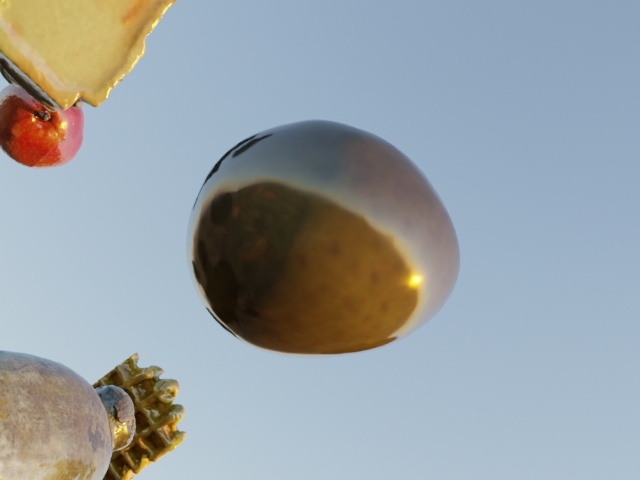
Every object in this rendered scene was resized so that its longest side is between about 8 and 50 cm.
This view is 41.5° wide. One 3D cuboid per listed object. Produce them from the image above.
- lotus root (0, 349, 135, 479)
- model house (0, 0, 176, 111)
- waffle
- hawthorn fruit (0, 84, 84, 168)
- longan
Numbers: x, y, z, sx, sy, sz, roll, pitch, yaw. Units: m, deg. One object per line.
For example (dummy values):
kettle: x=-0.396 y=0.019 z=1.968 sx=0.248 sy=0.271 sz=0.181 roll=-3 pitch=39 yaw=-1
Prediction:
lotus root: x=-0.285 y=0.177 z=0.728 sx=0.175 sy=0.175 sz=0.349 roll=14 pitch=-7 yaw=24
model house: x=-0.398 y=-0.378 z=1.329 sx=0.245 sy=0.312 sz=0.280 roll=43 pitch=-9 yaw=-33
waffle: x=-0.292 y=0.275 z=1.304 sx=0.211 sy=0.055 sz=0.160 roll=-36 pitch=-95 yaw=24
hawthorn fruit: x=-0.577 y=-0.244 z=1.734 sx=0.196 sy=0.196 sz=0.225 roll=46 pitch=-18 yaw=-18
longan: x=0.000 y=0.000 z=0.672 sx=0.220 sy=0.196 sz=0.196 roll=4 pitch=-43 yaw=16
